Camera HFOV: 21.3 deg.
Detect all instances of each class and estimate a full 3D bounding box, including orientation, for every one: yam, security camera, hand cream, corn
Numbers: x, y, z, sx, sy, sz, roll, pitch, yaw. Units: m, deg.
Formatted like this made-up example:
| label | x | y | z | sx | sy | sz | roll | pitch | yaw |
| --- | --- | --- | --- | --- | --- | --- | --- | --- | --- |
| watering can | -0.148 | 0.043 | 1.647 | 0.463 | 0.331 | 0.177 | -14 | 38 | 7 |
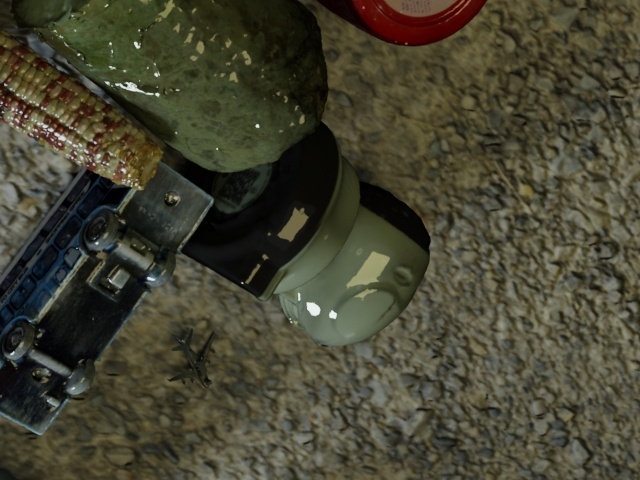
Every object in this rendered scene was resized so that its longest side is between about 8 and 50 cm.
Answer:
| label | x | y | z | sx | sy | sz | roll | pitch | yaw |
| --- | --- | --- | --- | --- | --- | --- | --- | --- | --- |
| yam | -0.135 | -0.204 | 1.634 | 0.300 | 0.195 | 0.195 | 38 | 91 | -34 |
| security camera | 0.000 | 0.000 | 1.802 | 0.277 | 0.197 | 0.191 | 39 | 82 | -41 |
| hand cream | 0.080 | -0.301 | 1.743 | 0.193 | 0.125 | 0.193 | -11 | 118 | -21 |
| corn | -0.257 | -0.129 | 1.615 | 0.237 | 0.079 | 0.079 | 31 | 96 | -1 |

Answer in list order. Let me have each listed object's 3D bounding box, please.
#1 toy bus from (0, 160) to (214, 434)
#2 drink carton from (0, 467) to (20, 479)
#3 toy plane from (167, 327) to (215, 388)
| label | x | y | z | sx | sy | sz | roll | pitch | yaw |
| --- | --- | --- | --- | --- | --- | --- | --- | --- | --- |
| toy bus | -0.243 | 0.039 | 1.718 | 0.106 | 0.131 | 0.297 | 36 | 93 | -37 |
| drink carton | -0.321 | 0.339 | 1.782 | 0.189 | 0.185 | 0.191 | 39 | 93 | -32 |
| toy plane | -0.138 | 0.135 | 1.880 | 0.078 | 0.024 | 0.084 | -46 | 127 | -25 |
